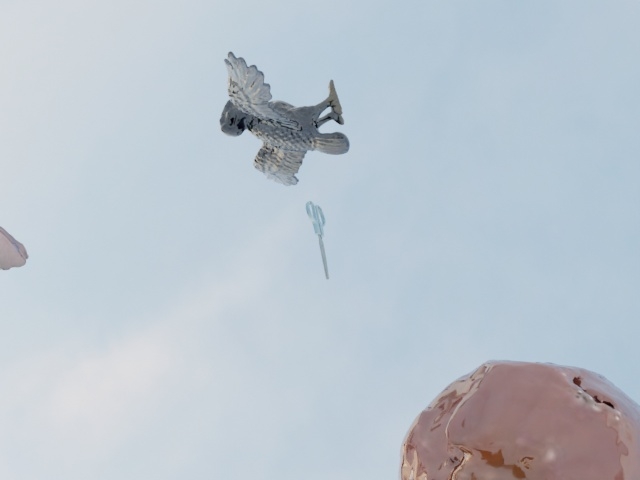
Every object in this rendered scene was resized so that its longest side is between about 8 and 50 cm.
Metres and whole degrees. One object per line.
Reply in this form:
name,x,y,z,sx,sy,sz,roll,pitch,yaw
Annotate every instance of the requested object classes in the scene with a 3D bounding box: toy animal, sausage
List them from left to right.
toy animal,-0.031,-0.096,1.043,0.108,0.220,0.062,-6,-115,1
sausage,0.129,0.148,0.705,0.152,0.280,0.152,-5,-106,18

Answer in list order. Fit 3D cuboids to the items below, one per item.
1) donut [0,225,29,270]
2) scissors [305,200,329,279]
donut,-0.338,0.040,1.069,0.065,0.117,0.166,-8,-136,43
scissors,0.000,0.000,1.215,0.006,0.036,0.083,-21,-117,20
